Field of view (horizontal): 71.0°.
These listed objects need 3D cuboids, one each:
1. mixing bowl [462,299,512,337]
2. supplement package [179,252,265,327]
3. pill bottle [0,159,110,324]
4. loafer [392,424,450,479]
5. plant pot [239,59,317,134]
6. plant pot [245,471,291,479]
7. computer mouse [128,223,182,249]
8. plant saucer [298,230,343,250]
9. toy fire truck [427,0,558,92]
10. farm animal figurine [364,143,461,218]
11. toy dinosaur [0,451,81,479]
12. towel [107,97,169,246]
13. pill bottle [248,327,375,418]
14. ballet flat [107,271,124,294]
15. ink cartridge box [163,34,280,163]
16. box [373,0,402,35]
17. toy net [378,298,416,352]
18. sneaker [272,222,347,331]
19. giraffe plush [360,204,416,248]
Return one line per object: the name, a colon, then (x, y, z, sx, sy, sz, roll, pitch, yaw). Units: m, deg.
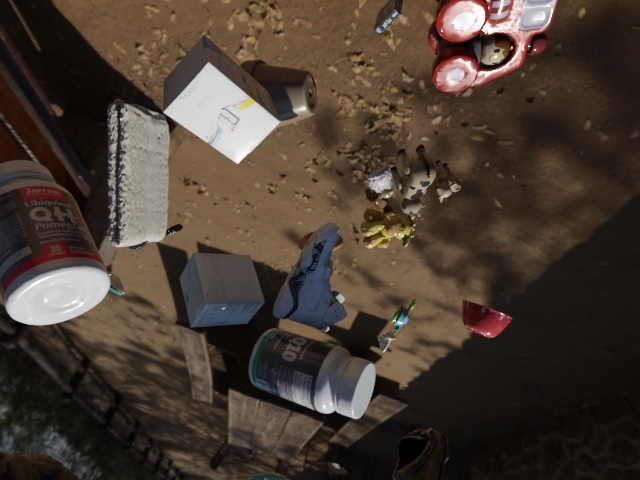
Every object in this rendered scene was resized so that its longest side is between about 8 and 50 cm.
mixing bowl: (0.595, 0.296, 1.647, 0.182, 0.098, 0.181, 22, 174, 2)
supplement package: (-0.324, 0.161, 1.468, 0.203, 0.194, 0.149, 4, 140, -37)
pill bottle: (-0.560, -0.008, 0.892, 0.318, 0.176, 0.176, 53, 154, 24)
loafer: (0.183, 0.398, 0.835, 0.084, 0.096, 0.267, 47, -171, 8)
plant pot: (-0.141, -0.505, 1.576, 0.230, 0.262, 0.263, 1, 142, 18)
plant pot: (-0.163, 0.851, 1.351, 0.293, 0.293, 0.235, 11, 121, 11)
computer mouse: (-0.615, -0.011, 1.672, 0.242, 0.071, 0.041, -14, 118, 17)
plant saucer: (0.000, 0.000, 1.972, 0.200, 0.200, 0.037, 3, 113, 22)
toy fire truck: (0.366, -0.461, 0.957, 0.254, 0.169, 0.302, -1, 146, 9)
farm animal figurine: (0.323, -0.176, 1.490, 0.331, 0.172, 0.326, -21, 157, 0)
toy dinosaur: (-0.353, 0.278, 0.493, 0.314, 0.120, 0.160, 4, -179, -34)
towel: (-0.370, -0.131, 0.915, 0.049, 0.281, 0.187, 4, -175, 7)
pill bottle: (-0.026, 0.415, 1.409, 0.361, 0.204, 0.204, 10, 145, 27)
ballet flat: (-0.641, 0.122, 1.360, 0.168, 0.052, 0.057, 10, 147, 34)
ink cartridge box: (-0.251, -0.353, 1.141, 0.168, 0.171, 0.233, -39, 133, 20)
box: (0.150, -0.499, 0.987, 0.018, 0.083, 0.067, 32, 141, -23)
toy net: (0.242, 0.282, 1.487, 0.045, 0.122, 0.232, 30, 133, 7)
sneaker: (0.013, 0.129, 1.438, 0.210, 0.137, 0.365, 27, 107, -10)
giraffe plush: (0.287, -0.047, 1.781, 0.171, 0.210, 0.181, 16, 120, 56)
